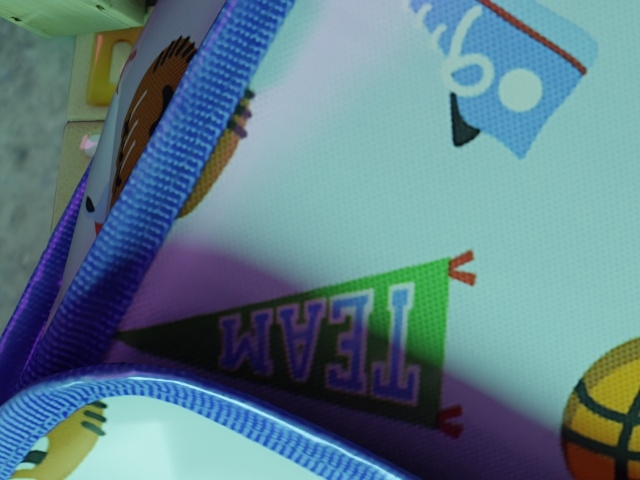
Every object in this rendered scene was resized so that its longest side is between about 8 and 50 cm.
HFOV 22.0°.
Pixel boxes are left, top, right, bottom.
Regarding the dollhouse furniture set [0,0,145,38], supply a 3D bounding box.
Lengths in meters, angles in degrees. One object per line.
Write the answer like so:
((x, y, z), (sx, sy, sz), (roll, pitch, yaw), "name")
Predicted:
((-0.238, -0.281, 0.801), (0.303, 0.174, 0.355), (-2, 78, 27), "dollhouse furniture set")

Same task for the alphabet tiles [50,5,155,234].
((0.000, 0.000, 0.724), (0.285, 0.011, 0.342), (1, 79, 26), "alphabet tiles")

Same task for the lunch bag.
((0.082, 0.035, 0.488), (0.328, 0.239, 0.385), (29, 101, -10), "lunch bag")
